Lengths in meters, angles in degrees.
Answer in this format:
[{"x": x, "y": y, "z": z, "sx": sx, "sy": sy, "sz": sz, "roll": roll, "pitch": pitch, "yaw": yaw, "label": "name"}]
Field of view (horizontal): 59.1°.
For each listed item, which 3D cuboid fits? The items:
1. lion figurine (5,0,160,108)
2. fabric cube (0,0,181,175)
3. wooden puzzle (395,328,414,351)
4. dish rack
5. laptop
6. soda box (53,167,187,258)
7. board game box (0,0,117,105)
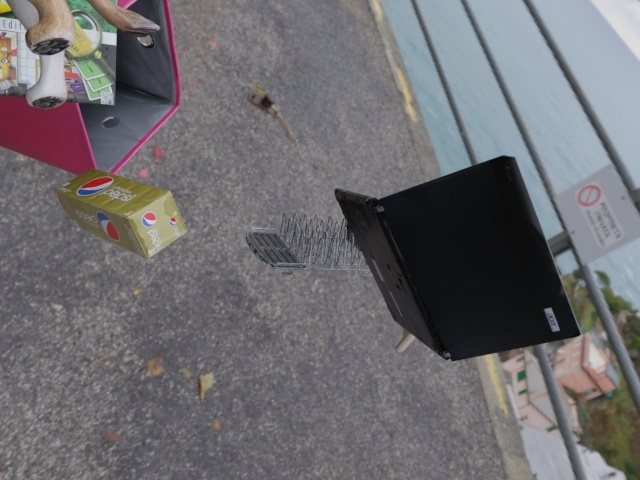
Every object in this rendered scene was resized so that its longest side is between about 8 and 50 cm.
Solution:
[{"x": -0.344, "y": -0.214, "z": 0.473, "sx": 0.142, "sy": 0.393, "sz": 0.240, "roll": 5, "pitch": 69, "yaw": -84, "label": "lion figurine"}, {"x": -0.421, "y": -0.295, "z": 0.941, "sx": 0.258, "sy": 0.254, "sz": 0.259, "roll": 20, "pitch": 51, "yaw": 12, "label": "fabric cube"}, {"x": 0.307, "y": 0.100, "z": 1.514, "sx": 0.081, "sy": 0.322, "sz": 0.347, "roll": 19, "pitch": 55, "yaw": -2, "label": "wooden puzzle"}, {"x": 0.000, "y": 0.000, "z": 1.070, "sx": 0.272, "sy": 0.074, "sz": 0.208, "roll": 2, "pitch": 18, "yaw": -22, "label": "dish rack"}, {"x": 0.155, "y": 0.018, "z": 0.723, "sx": 0.234, "sy": 0.137, "sz": 0.264, "roll": 64, "pitch": -9, "yaw": -15, "label": "laptop"}, {"x": -0.244, "y": -0.037, "z": 0.681, "sx": 0.061, "sy": 0.181, "sz": 0.058, "roll": -40, "pitch": 131, "yaw": -34, "label": "soda box"}, {"x": -0.369, "y": -0.233, "z": 0.639, "sx": 0.260, "sy": 0.136, "sz": 0.030, "roll": 0, "pitch": 12, "yaw": -23, "label": "board game box"}]
